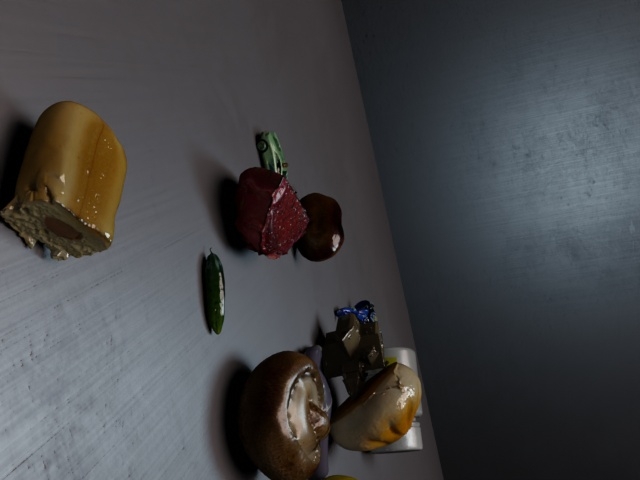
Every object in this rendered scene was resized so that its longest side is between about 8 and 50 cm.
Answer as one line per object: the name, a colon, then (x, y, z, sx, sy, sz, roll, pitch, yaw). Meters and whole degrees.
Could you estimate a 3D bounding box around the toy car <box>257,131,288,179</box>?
toy car: (-0.115, -0.195, 1.581, 0.093, 0.058, 0.186, -30, 109, -76)

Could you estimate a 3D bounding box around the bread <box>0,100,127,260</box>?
bread: (-0.310, -0.074, 0.743, 0.134, 0.085, 0.173, 53, 31, -52)

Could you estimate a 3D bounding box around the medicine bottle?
medicine bottle: (0.245, 0.556, 2.097, 0.208, 0.208, 0.340, 48, 35, -63)

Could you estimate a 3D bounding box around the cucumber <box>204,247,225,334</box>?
cucumber: (-0.197, 0.092, 1.133, 0.039, 0.039, 0.168, 32, 51, -70)

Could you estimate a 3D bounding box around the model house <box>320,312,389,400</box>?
model house: (0.090, 0.346, 1.715, 0.248, 0.180, 0.176, -85, 157, -58)

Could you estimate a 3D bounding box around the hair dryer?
hair dryer: (-0.016, 0.373, 1.509, 0.361, 0.121, 0.301, -76, 161, -67)

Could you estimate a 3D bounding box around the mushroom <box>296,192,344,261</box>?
mushroom: (0.000, 0.000, 1.784, 0.217, 0.148, 0.227, 85, 9, -56)

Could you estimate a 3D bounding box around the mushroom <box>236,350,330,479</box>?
mushroom: (-0.071, 0.347, 1.193, 0.253, 0.153, 0.253, -11, 90, -69)

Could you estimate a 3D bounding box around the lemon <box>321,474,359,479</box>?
lemon: (0.045, 0.634, 1.377, 0.244, 0.186, 0.187, 14, 67, -70)

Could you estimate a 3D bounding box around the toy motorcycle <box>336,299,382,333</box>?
toy motorcycle: (0.141, 0.287, 2.101, 0.315, 0.113, 0.169, 18, 52, -64)

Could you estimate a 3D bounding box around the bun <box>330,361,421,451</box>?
bun: (0.170, 0.481, 1.677, 0.165, 0.299, 0.299, 48, 15, 5)

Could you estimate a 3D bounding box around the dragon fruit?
dragon fruit: (-0.118, -0.062, 1.337, 0.189, 0.163, 0.262, 55, 1, 25)
